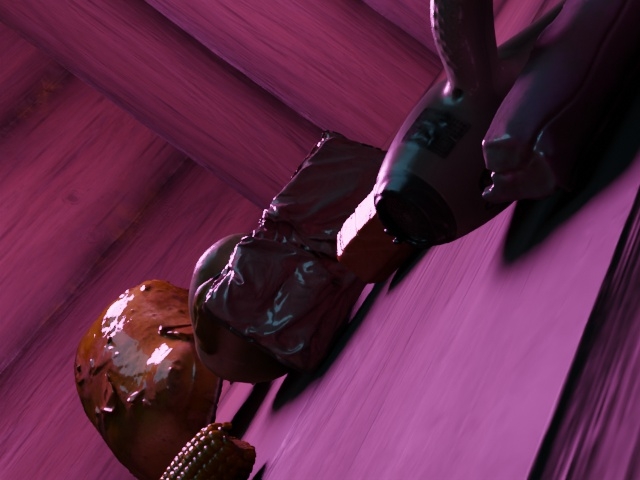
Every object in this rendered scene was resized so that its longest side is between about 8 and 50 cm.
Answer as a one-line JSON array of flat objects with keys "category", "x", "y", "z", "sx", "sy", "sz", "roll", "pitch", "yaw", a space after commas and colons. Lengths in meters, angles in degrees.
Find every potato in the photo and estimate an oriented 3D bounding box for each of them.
[{"category": "potato", "x": -0.233, "y": 0.189, "z": 1.344, "sx": 0.300, "sy": 0.196, "sz": 0.246, "roll": -115, "pitch": 37, "yaw": -73}]

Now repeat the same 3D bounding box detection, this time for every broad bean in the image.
[{"category": "broad bean", "x": -0.066, "y": 0.082, "z": 1.096, "sx": 0.169, "sy": 0.100, "sz": 0.228, "roll": -55, "pitch": -33, "yaw": 7}]

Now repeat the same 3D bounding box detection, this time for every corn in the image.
[{"category": "corn", "x": -0.129, "y": 0.246, "z": 0.859, "sx": 0.207, "sy": 0.068, "sz": 0.068, "roll": -53, "pitch": 2, "yaw": -2}]

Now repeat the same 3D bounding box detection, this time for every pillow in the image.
[{"category": "pillow", "x": 0.000, "y": 0.000, "z": 0.990, "sx": 0.248, "sy": 0.135, "sz": 0.049, "roll": -54, "pitch": -17, "yaw": -24}]

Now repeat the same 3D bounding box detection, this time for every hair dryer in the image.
[{"category": "hair dryer", "x": 0.115, "y": -0.127, "z": 0.584, "sx": 0.219, "sy": 0.088, "sz": 0.225, "roll": -32, "pitch": -45, "yaw": -40}]

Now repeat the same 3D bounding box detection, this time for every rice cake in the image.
[{"category": "rice cake", "x": 0.160, "y": -0.124, "z": 0.549, "sx": 0.055, "sy": 0.049, "sz": 0.270, "roll": 14, "pitch": 57, "yaw": 38}]

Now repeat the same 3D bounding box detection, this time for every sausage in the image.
[{"category": "sausage", "x": 0.077, "y": -0.036, "z": 0.837, "sx": 0.169, "sy": 0.065, "sz": 0.065, "roll": -51, "pitch": 4, "yaw": 40}]

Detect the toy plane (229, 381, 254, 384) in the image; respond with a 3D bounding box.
[{"category": "toy plane", "x": -0.071, "y": 0.093, "z": 1.482, "sx": 0.255, "sy": 0.101, "sz": 0.251, "roll": -54, "pitch": 13, "yaw": -6}]
